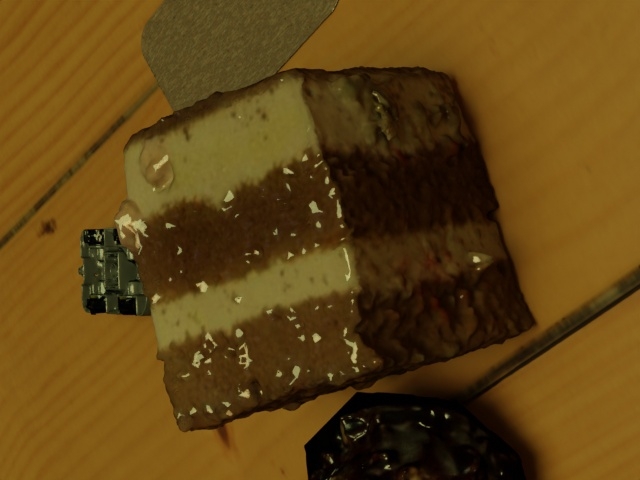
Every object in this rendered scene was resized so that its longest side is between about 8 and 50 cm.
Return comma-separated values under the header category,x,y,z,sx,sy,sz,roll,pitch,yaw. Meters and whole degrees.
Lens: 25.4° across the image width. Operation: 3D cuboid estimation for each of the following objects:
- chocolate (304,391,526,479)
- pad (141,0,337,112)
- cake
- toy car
category,x,y,z,sx,sy,sz,roll,pitch,yaw
chocolate,0.069,0.267,1.248,0.224,0.177,0.206,42,122,1
pad,-0.093,-0.240,1.532,0.266,0.002,0.176,-44,64,32
cake,0.000,0.000,1.298,0.282,0.256,0.290,-19,83,37
toy car,-0.198,0.032,1.573,0.191,0.100,0.097,-2,90,60
